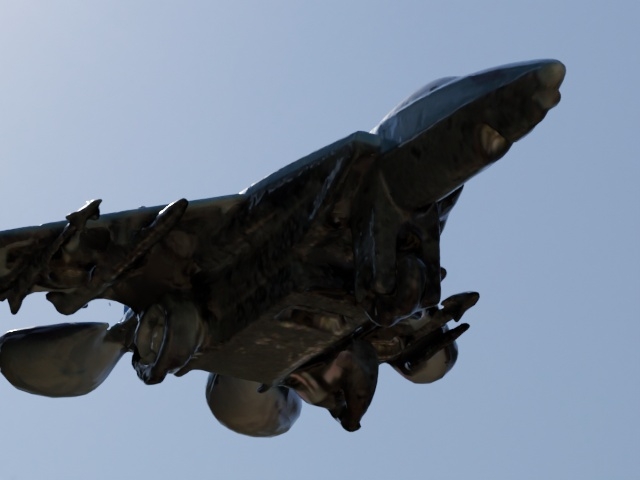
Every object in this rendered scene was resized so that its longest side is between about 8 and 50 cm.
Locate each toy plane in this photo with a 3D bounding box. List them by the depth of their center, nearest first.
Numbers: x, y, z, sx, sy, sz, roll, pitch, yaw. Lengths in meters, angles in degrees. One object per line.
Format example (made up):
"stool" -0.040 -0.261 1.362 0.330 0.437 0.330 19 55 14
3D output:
"toy plane" 0.000 0.007 0.597 0.169 0.078 0.246 15 -21 -27
